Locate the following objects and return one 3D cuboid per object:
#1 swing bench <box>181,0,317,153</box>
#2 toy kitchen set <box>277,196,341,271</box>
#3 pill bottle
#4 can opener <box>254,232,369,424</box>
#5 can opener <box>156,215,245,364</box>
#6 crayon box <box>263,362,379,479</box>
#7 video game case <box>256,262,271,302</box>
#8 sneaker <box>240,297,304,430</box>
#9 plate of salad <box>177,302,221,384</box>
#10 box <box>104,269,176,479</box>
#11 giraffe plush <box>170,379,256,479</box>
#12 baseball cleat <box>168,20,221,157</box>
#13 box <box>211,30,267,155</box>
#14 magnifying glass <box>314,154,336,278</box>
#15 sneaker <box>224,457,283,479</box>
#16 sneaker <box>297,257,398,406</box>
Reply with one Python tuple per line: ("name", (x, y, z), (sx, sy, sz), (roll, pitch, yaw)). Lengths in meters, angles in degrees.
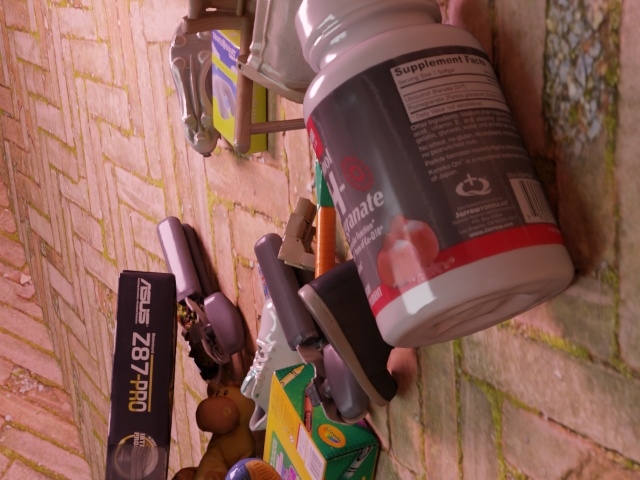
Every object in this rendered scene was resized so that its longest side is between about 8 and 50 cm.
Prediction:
("swing bench", (-0.037, -0.275, 1.218), (0.253, 0.165, 0.255), (102, 153, -44))
("toy kitchen set", (0.000, 0.000, 1.432), (0.068, 0.075, 0.083), (41, -114, -68))
("pill bottle", (0.087, -0.079, 1.002), (0.318, 0.176, 0.176), (71, 156, 17))
("can opener", (-0.002, 0.107, 1.442), (0.093, 0.074, 0.280), (-45, 58, 35))
("can opener", (-0.189, 0.074, 1.863), (0.076, 0.095, 0.283), (33, -150, -55))
("crayon box", (-0.008, 0.319, 1.528), (0.165, 0.081, 0.278), (54, 148, 43))
("video game case", (-0.061, 0.085, 1.624), (0.087, 0.011, 0.122), (155, 102, -67))
("sneaker", (-0.071, 0.181, 1.573), (0.080, 0.094, 0.212), (38, 139, 49))
("plate of salad", (-0.219, 0.161, 1.973), (0.200, 0.048, 0.200), (40, 135, 55))
("box", (-0.279, 0.248, 1.785), (0.395, 0.097, 0.318), (112, 162, -71))
("giraffe plush", (-0.138, 0.308, 1.767), (0.210, 0.181, 0.170), (-2, -89, -79))
("baseball cleat", (-0.186, -0.226, 1.686), (0.109, 0.072, 0.206), (101, 167, -81))
("box", (-0.112, -0.220, 1.556), (0.109, 0.042, 0.178), (45, 141, 51))
("magnifying glass", (0.006, -0.057, 1.294), (0.092, 0.026, 0.231), (109, 161, -68))
("sneaker", (-0.102, 0.420, 1.550), (0.131, 0.112, 0.296), (-147, 48, -59))
("sneaker", (0.070, 0.098, 1.265), (0.083, 0.118, 0.222), (51, 175, 42))
